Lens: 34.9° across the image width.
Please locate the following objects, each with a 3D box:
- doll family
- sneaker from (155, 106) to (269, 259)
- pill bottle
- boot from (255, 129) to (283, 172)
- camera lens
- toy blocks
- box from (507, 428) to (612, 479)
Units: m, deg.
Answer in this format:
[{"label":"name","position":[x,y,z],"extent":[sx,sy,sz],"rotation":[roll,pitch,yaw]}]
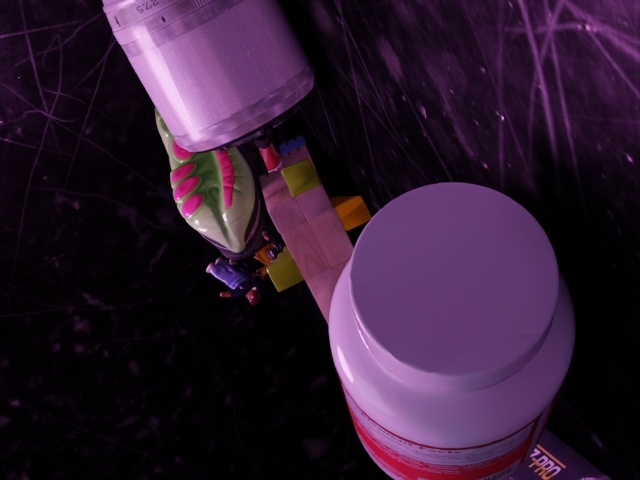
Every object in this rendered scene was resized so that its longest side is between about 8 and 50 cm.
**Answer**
[{"label":"doll family","position":[-0.113,0.052,1.829],"extent":[0.111,0.193,0.076],"rotation":[41,152,17]},{"label":"sneaker","position":[-0.191,-0.158,1.874],"extent":[0.202,0.185,0.482],"rotation":[68,-168,-48]},{"label":"pill bottle","position":[0.129,0.110,1.015],"extent":[0.229,0.229,0.407],"rotation":[56,172,23]},{"label":"boot","position":[-0.174,-0.264,2.159],"extent":[0.244,0.088,0.176],"rotation":[47,168,23]},{"label":"camera lens","position":[-0.151,-0.274,1.393],"extent":[0.274,0.219,0.219],"rotation":[62,173,-18]},{"label":"toy blocks","position":[-0.002,-0.009,1.781],"extent":[0.261,0.191,0.381],"rotation":[-109,-7,-64]},{"label":"box","position":[0.354,0.429,1.320],"extent":[0.395,0.097,0.318],"rotation":[61,174,-18]}]
